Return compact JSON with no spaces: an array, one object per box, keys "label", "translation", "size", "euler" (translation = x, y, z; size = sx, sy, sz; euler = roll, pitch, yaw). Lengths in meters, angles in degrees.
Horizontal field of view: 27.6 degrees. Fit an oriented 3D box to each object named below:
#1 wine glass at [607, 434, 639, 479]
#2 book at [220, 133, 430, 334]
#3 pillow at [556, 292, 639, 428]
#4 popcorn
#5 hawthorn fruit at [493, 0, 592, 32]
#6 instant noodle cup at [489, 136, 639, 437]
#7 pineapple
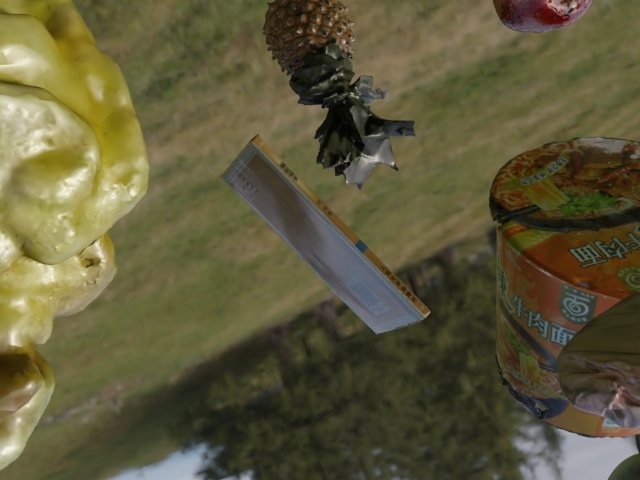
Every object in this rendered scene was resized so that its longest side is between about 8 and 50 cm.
[{"label":"wine glass","translation":[0.354,0.272,1.400],"size":[0.093,0.093,0.202],"euler":[-16,145,-20]},{"label":"book","translation":[0.001,-0.001,1.329],"size":[0.018,0.241,0.170],"euler":[-45,-176,-16]},{"label":"pillow","translation":[0.258,0.058,0.668],"size":[0.270,0.067,0.173],"euler":[-2,-171,34]},{"label":"popcorn","translation":[-0.196,-0.023,0.594],"size":[0.192,0.266,0.233],"euler":[-2,153,-47]},{"label":"hawthorn fruit","translation":[0.189,-0.217,1.098],"size":[0.093,0.093,0.093],"euler":[-18,174,-2]},{"label":"instant noodle cup","translation":[0.249,0.045,1.120],"size":[0.230,0.230,0.182],"euler":[-16,132,-22]},{"label":"pineapple","translation":[0.014,-0.190,1.535],"size":[0.119,0.277,0.130],"euler":[-29,142,5]}]
